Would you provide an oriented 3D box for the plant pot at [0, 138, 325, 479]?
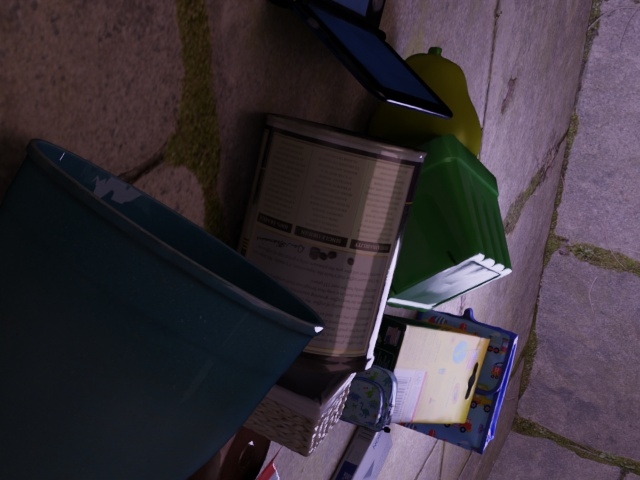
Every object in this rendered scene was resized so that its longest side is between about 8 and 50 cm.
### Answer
[{"bbox_3d":[-0.177,0.099,0.699,0.255,0.272,0.272,-57,157,1],"label":"plant pot"}]

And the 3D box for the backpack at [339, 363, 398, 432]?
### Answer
[{"bbox_3d":[0.088,0.287,1.609,0.084,0.105,0.114,24,82,-68],"label":"backpack"}]

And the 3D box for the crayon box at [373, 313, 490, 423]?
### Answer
[{"bbox_3d":[0.211,0.270,1.784,0.319,0.081,0.202,16,92,-47],"label":"crayon box"}]

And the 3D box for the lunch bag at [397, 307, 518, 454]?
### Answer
[{"bbox_3d":[0.304,0.290,1.945,0.138,0.221,0.293,-13,117,-68],"label":"lunch bag"}]

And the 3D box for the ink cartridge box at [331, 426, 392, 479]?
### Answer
[{"bbox_3d":[0.087,0.495,1.834,0.223,0.045,0.224,-59,154,-28],"label":"ink cartridge box"}]

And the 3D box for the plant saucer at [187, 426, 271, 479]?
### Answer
[{"bbox_3d":[-0.119,0.303,1.244,0.198,0.036,0.198,-46,145,-46],"label":"plant saucer"}]

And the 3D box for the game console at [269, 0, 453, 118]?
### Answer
[{"bbox_3d":[0.081,-0.300,1.076,0.293,0.174,0.250,-7,113,-66],"label":"game console"}]

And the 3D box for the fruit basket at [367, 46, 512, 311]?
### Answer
[{"bbox_3d":[0.142,-0.097,1.353,0.392,0.283,0.392,54,19,-27],"label":"fruit basket"}]

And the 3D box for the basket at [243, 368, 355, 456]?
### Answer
[{"bbox_3d":[-0.052,0.194,1.151,0.113,0.167,0.103,-41,147,-51],"label":"basket"}]

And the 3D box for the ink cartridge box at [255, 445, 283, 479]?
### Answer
[{"bbox_3d":[-0.099,0.394,1.272,0.145,0.045,0.179,-45,169,-48],"label":"ink cartridge box"}]

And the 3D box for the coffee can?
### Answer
[{"bbox_3d":[0.000,0.000,1.074,0.201,0.202,0.275,-7,113,-65],"label":"coffee can"}]
